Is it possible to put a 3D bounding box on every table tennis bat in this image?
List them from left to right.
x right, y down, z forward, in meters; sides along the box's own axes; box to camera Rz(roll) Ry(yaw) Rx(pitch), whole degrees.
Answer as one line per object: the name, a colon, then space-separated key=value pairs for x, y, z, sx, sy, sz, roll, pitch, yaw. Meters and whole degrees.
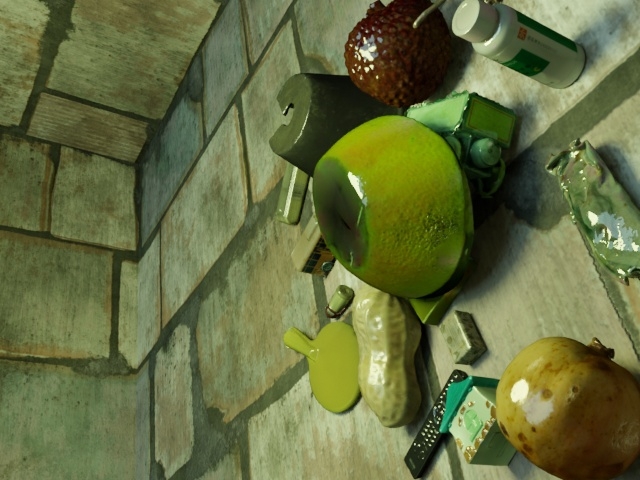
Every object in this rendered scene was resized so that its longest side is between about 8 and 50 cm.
table tennis bat: x=0.007 y=0.305 z=1.734 sx=0.369 sy=0.054 sz=0.224 roll=18 pitch=95 yaw=56

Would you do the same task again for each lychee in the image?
lychee: x=0.181 y=-0.435 z=1.548 sx=0.261 sy=0.261 sz=0.260 roll=-31 pitch=52 yaw=52

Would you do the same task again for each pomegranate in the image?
pomegranate: x=0.371 y=0.241 z=0.980 sx=0.215 sy=0.216 sz=0.215 roll=-31 pitch=52 yaw=52

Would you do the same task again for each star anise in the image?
star anise: x=0.298 y=-0.550 z=1.427 sx=0.148 sy=0.228 sz=0.218 roll=31 pitch=117 yaw=53

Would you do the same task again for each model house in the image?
model house: x=0.286 y=0.309 z=1.197 sx=0.127 sy=0.101 sz=0.149 roll=-66 pitch=29 yaw=17

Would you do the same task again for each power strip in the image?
power strip: x=-0.064 y=-0.240 z=2.067 sx=0.092 sy=0.066 sz=0.387 roll=17 pitch=95 yaw=62

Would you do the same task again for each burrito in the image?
burrito: x=0.460 y=-0.041 z=1.076 sx=0.096 sy=0.066 sz=0.309 roll=-49 pitch=42 yaw=35

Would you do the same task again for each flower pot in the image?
flower pot: x=0.028 y=-0.299 z=1.746 sx=0.379 sy=0.251 sz=0.379 roll=-33 pitch=50 yaw=49

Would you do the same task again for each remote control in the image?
remote control: x=0.234 y=0.368 z=1.337 sx=0.245 sy=0.025 sz=0.063 roll=-65 pitch=30 yaw=20

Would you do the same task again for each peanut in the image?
peanut: x=0.145 y=0.242 z=1.439 sx=0.149 sy=0.149 sz=0.313 roll=-27 pitch=58 yaw=53

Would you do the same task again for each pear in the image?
pear: x=0.109 y=-0.056 z=1.343 sx=0.399 sy=0.165 sz=0.398 roll=34 pitch=131 yaw=51

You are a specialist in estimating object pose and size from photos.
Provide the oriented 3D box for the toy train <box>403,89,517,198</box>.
toy train: x=0.273 y=-0.193 z=1.378 sx=0.272 sy=0.159 sz=0.188 roll=0 pitch=75 yaw=64

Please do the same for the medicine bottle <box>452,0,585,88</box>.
medicine bottle: x=0.353 y=-0.352 z=1.190 sx=0.095 sy=0.260 sz=0.095 roll=-31 pitch=51 yaw=49

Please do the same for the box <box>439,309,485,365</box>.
box: x=0.278 y=0.191 z=1.314 sx=0.062 sy=0.045 sz=0.098 roll=-57 pitch=36 yaw=33

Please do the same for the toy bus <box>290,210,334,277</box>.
toy bus: x=0.000 y=0.000 z=1.810 sx=0.182 sy=0.103 sz=0.091 roll=-61 pitch=34 yaw=25

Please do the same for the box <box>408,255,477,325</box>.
box: x=0.219 y=0.022 z=1.486 sx=0.172 sy=0.043 sz=0.311 roll=-61 pitch=33 yaw=25

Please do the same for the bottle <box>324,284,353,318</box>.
bottle: x=0.045 y=0.162 z=1.731 sx=0.101 sy=0.047 sz=0.063 roll=-61 pitch=5 yaw=34
